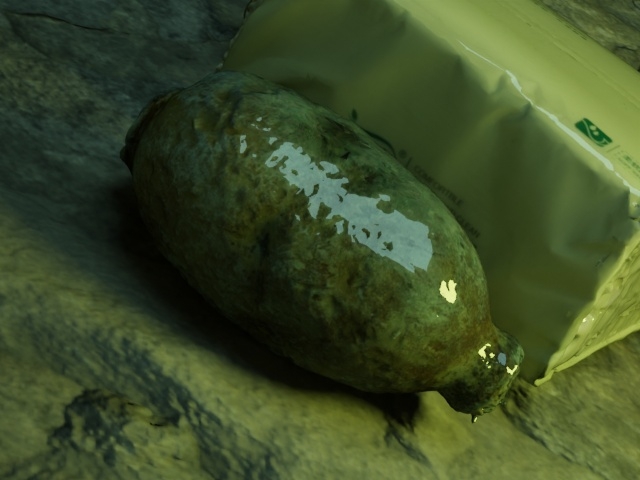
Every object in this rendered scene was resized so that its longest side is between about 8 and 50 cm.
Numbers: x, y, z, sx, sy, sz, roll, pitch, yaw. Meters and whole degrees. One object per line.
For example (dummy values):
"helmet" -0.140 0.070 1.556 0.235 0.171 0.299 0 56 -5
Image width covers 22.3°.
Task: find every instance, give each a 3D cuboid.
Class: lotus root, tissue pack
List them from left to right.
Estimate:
"lotus root" 0.000 -0.001 1.170 0.349 0.175 0.175 36 32 14
"tissue pack" 0.137 -0.083 1.337 0.380 0.207 0.297 40 26 18

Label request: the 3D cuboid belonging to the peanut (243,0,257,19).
"peanut" 0.020 -0.216 1.579 0.104 0.086 0.227 35 32 29
